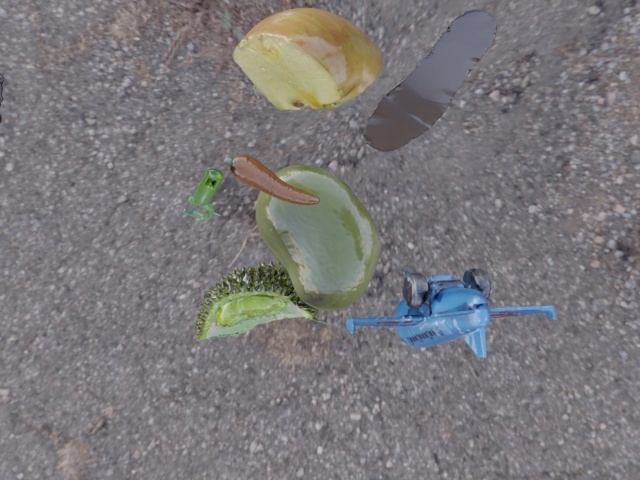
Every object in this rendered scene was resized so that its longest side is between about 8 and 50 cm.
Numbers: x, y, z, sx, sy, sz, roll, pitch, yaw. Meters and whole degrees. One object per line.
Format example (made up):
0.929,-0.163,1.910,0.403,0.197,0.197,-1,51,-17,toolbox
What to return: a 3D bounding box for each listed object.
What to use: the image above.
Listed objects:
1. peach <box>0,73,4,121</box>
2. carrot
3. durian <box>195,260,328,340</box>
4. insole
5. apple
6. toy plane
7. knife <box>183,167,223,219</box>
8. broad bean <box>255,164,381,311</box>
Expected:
-0.531,-0.162,0.738,0.257,0.201,0.362,9,82,-7,peach
-0.066,-0.078,0.856,0.142,0.035,0.035,27,102,-17,carrot
-0.165,0.153,1.673,0.351,0.158,0.169,-12,109,5,durian
0.184,-0.263,1.107,0.111,0.007,0.328,23,136,-19,insole
-0.022,-0.438,1.554,0.314,0.309,0.252,-11,98,-39,apple
0.143,0.088,0.787,0.254,0.271,0.105,-2,89,-14,toy plane
-0.158,-0.060,0.912,0.054,0.212,0.015,25,70,-11,knife
0.000,0.000,1.007,0.189,0.121,0.263,-7,133,25,broad bean
